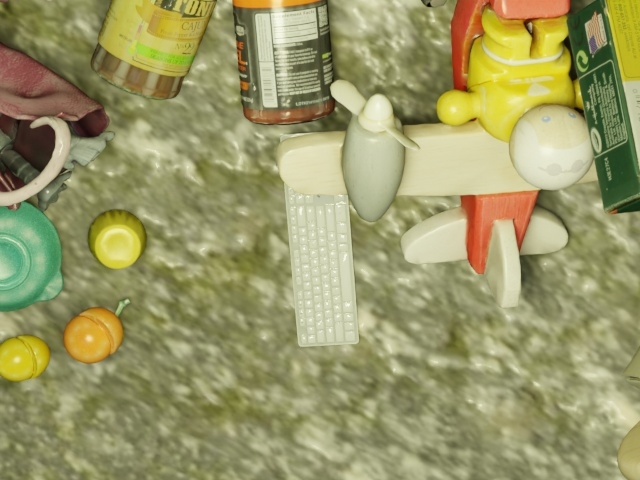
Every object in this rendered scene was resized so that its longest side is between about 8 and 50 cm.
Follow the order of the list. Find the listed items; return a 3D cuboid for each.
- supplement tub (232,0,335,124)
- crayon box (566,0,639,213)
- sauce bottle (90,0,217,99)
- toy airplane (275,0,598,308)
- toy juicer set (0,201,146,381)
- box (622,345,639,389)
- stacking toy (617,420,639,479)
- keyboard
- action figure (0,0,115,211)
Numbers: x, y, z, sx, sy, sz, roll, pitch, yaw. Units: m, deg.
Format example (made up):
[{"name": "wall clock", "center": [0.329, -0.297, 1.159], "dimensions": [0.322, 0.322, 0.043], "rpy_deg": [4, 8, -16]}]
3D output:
[{"name": "supplement tub", "center": [-0.042, -0.231, 1.949], "dimensions": [0.106, 0.106, 0.198], "rpy_deg": [-2, 105, 10]}, {"name": "crayon box", "center": [0.412, -0.142, 1.761], "dimensions": [0.318, 0.081, 0.202], "rpy_deg": [-5, 79, -23]}, {"name": "sauce bottle", "center": [-0.146, -0.323, 1.935], "dimensions": [0.111, 0.111, 0.344], "rpy_deg": [23, 110, 2]}, {"name": "toy airplane", "center": [0.201, -0.101, 1.856], "dimensions": [0.386, 0.272, 0.384], "rpy_deg": [-46, 115, 5]}, {"name": "toy juicer set", "center": [-0.374, 0.054, 2.070], "dimensions": [0.329, 0.089, 0.209], "rpy_deg": [7, 99, -9]}, {"name": "box", "center": [0.464, 0.050, 1.883], "dimensions": [0.148, 0.121, 0.311], "rpy_deg": [30, 87, 1]}, {"name": "stacking toy", "center": [0.474, 0.341, 2.028], "dimensions": [0.141, 0.141, 0.330], "rpy_deg": [-29, 105, 16]}, {"name": "keyboard", "center": [0.000, 0.000, 2.059], "dimensions": [0.072, 0.014, 0.256], "rpy_deg": [-2, 106, 10]}, {"name": "action figure", "center": [-0.410, -0.186, 1.934], "dimensions": [0.248, 0.276, 0.370], "rpy_deg": [-40, 94, 19]}]
